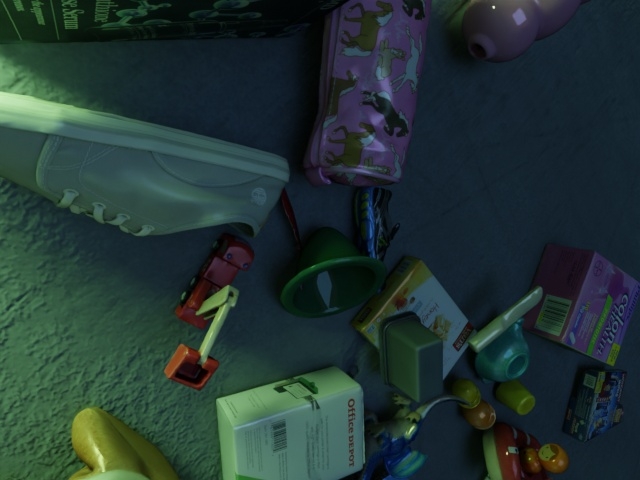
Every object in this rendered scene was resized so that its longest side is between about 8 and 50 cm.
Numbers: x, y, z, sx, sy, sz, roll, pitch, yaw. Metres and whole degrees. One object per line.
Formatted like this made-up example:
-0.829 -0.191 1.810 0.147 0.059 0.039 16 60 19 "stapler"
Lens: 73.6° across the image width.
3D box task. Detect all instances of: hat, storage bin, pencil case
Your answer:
0.000 0.000 0.703 0.173 0.184 0.208 -8 146 -15 "hat"
0.167 0.205 0.740 0.098 0.091 0.135 -11 108 -23 "storage bin"
0.068 -0.266 0.625 0.167 0.160 0.386 6 97 4 "pencil case"

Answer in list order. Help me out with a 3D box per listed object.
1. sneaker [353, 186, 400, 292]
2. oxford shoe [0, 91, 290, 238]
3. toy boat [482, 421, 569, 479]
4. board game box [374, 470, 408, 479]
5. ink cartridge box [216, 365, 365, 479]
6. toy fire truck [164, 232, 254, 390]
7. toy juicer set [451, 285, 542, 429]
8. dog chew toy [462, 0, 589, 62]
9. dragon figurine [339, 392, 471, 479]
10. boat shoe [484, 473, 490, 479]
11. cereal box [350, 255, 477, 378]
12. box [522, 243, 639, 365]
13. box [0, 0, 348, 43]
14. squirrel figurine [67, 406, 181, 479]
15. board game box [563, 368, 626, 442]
0.102 0.000 0.736 0.078 0.067 0.188 -5 98 -22 "sneaker"
-0.239 -0.074 0.487 0.449 0.169 0.130 7 96 -35 "oxford shoe"
0.470 0.488 0.950 0.231 0.151 0.151 30 44 -30 "toy boat"
0.102 0.521 0.844 0.168 0.033 0.133 -21 113 -19 "board game box"
-0.044 0.316 0.693 0.219 0.092 0.160 -7 102 -28 "ink cartridge box"
-0.144 0.084 0.576 0.047 0.135 0.192 35 81 -29 "toy fire truck"
0.360 0.256 0.913 0.209 0.089 0.329 -17 116 -17 "toy juicer set"
0.376 -0.451 0.745 0.206 0.206 0.332 42 85 -27 "dog chew toy"
0.145 0.381 0.808 0.289 0.085 0.144 -15 111 -22 "dragon figurine"
0.461 0.640 1.042 0.076 0.083 0.226 -46 105 -3 "boat shoe"
0.188 0.170 0.822 0.173 0.047 0.240 -49 117 -12 "cereal box"
0.618 0.154 1.017 0.243 0.117 0.214 25 86 -30 "box"
-0.155 -0.337 0.411 0.395 0.293 0.212 -15 106 -25 "box"
-0.291 0.473 0.490 0.370 0.281 0.397 -46 114 -7 "squirrel figurine"
0.772 0.445 1.182 0.194 0.060 0.194 10 93 -31 "board game box"
